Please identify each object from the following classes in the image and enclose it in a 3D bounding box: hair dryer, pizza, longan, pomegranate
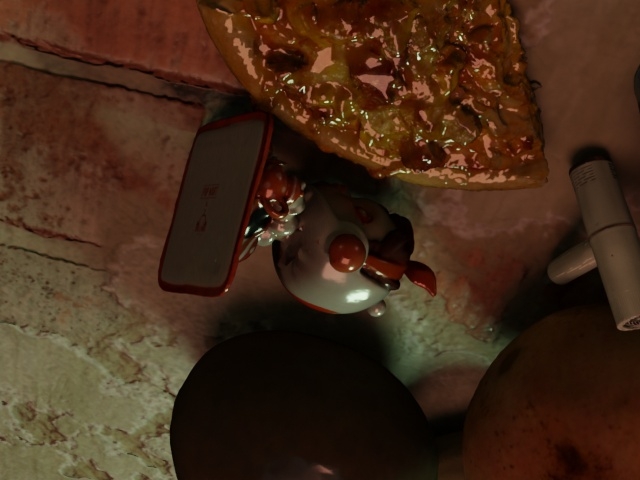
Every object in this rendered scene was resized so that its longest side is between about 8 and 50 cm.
[{"bbox_3d":[0.245,0.033,1.028,0.044,0.154,0.183,-5,153,-11],"label":"hair dryer"},{"bbox_3d":[0.065,-0.143,0.906,0.336,0.086,0.226,27,135,-15],"label":"pizza"},{"bbox_3d":[-0.022,0.223,1.194,0.300,0.243,0.300,32,167,8],"label":"longan"},{"bbox_3d":[0.284,0.229,1.054,0.338,0.338,0.338,5,136,5],"label":"pomegranate"}]

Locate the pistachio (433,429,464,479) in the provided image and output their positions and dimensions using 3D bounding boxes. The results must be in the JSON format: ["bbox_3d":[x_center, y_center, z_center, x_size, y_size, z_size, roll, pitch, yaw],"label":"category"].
[{"bbox_3d":[0.162,0.287,1.298,0.206,0.131,0.129,-21,120,34],"label":"pistachio"}]

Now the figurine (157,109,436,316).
[{"bbox_3d":[0.000,0.000,1.001,0.226,0.160,0.183,18,173,-25],"label":"figurine"}]

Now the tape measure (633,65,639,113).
[{"bbox_3d":[0.398,-0.024,0.930,0.259,0.138,0.262,-2,135,14],"label":"tape measure"}]
